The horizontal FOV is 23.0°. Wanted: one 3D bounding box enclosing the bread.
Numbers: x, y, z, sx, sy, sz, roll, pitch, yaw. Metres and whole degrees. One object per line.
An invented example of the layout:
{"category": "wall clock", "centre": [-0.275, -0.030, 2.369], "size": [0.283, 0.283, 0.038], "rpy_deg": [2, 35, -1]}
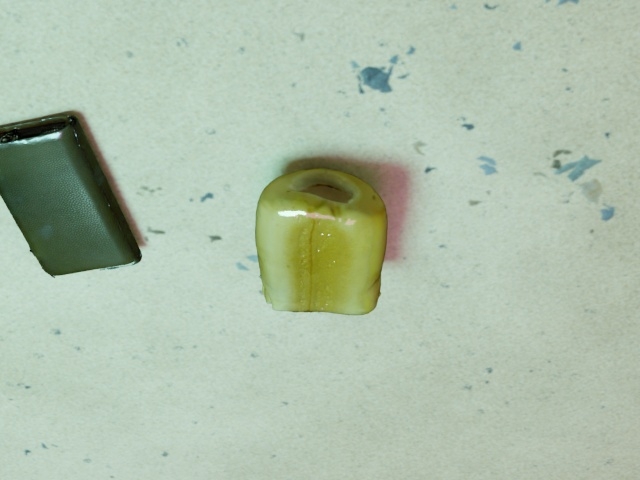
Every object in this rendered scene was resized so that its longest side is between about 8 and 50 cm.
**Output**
{"category": "bread", "centre": [0.001, -0.001, 1.597], "size": [0.134, 0.085, 0.173], "rpy_deg": [5, 137, 0]}

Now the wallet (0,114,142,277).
{"category": "wallet", "centre": [-0.263, -0.041, 1.595], "size": [0.110, 0.031, 0.198], "rpy_deg": [-10, 135, 11]}
